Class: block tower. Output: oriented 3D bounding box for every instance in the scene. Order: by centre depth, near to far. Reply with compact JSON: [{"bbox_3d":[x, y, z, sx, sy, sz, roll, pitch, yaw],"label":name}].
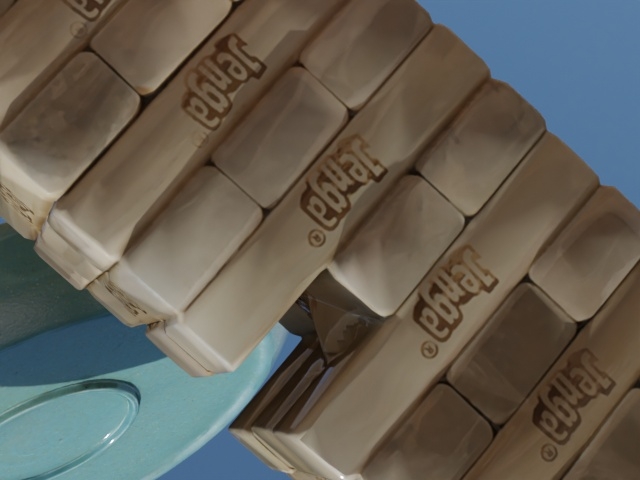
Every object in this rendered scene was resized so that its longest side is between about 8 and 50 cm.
[{"bbox_3d":[0.000,0.000,0.381,0.335,0.097,0.091,43,-102,-6],"label":"block tower"}]

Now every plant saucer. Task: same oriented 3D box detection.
[{"bbox_3d":[-0.145,0.087,0.818,0.317,0.317,0.044,-15,-118,-29],"label":"plant saucer"}]
